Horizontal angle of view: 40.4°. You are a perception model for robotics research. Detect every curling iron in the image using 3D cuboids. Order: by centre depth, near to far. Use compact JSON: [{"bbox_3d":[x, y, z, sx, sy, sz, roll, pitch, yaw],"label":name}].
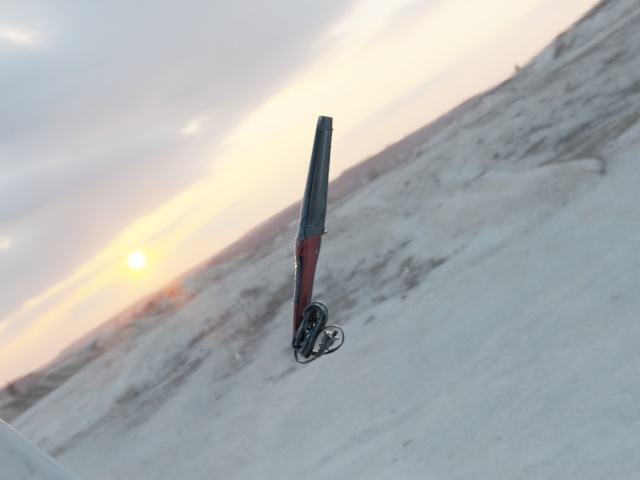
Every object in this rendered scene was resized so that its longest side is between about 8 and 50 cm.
[{"bbox_3d":[0.000,0.000,0.956,0.068,0.273,0.035,3,-1,36],"label":"curling iron"}]

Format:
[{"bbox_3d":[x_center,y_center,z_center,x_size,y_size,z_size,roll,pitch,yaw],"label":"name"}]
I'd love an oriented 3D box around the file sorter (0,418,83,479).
[{"bbox_3d":[-0.353,0.257,0.676,0.278,0.192,0.173,-15,43,21],"label":"file sorter"}]
